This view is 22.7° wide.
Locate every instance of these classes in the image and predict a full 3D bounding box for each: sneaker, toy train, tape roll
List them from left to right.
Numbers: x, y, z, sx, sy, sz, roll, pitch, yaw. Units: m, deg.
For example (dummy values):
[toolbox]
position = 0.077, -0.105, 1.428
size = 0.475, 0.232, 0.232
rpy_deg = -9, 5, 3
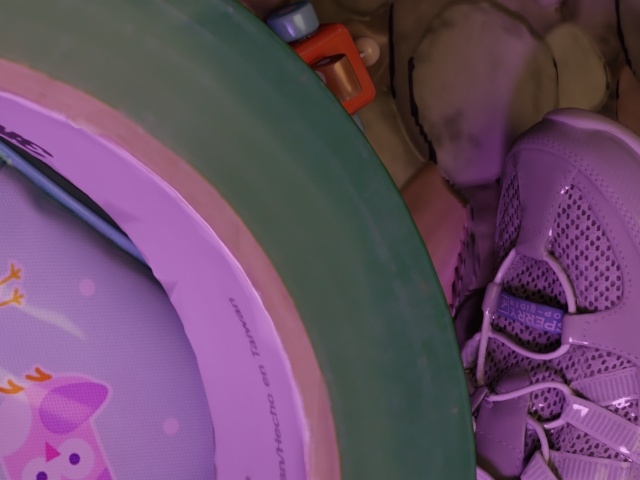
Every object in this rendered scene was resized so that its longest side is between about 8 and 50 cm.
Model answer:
[tape roll]
position = -0.118, 0.072, 0.396
size = 0.321, 0.077, 0.321
rpy_deg = 0, 91, -25
[toy train]
position = 0.000, 0.000, 0.606
size = 0.125, 0.046, 0.166
rpy_deg = -29, 109, -26
[sneaker]
position = 0.088, 0.088, 0.634
size = 0.115, 0.105, 0.281
rpy_deg = -3, 97, -32

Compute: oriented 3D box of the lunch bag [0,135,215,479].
[lunch bag]
position = -0.150, 0.101, 0.483
size = 0.224, 0.108, 0.279
rpy_deg = 40, 73, -25
